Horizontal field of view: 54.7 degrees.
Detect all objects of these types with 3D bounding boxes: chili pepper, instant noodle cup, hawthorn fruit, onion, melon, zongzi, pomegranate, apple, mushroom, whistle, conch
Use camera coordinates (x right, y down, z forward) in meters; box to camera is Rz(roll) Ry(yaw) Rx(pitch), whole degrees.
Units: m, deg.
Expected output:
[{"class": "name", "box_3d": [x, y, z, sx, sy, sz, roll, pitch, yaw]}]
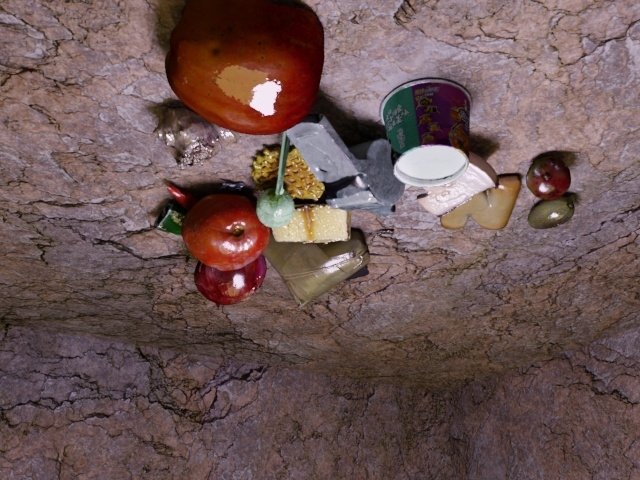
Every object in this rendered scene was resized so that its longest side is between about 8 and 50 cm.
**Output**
[{"class": "chili pepper", "box_3d": [-0.426, -0.047, 2.157, 0.270, 0.099, 0.136, 22, 127, -26]}, {"class": "instant noodle cup", "box_3d": [0.280, -0.266, 1.615, 0.251, 0.190, 0.251, 1, 153, 0]}, {"class": "hawthorn fruit", "box_3d": [-0.301, -0.035, 2.010, 0.284, 0.284, 0.284, 1, 152, 0]}, {"class": "onion", "box_3d": [-0.330, 0.111, 2.287, 0.276, 0.276, 0.276, 1, 152, 0]}, {"class": "melon", "box_3d": [0.756, -0.089, 2.038, 0.099, 0.099, 0.162, 19, 151, -31]}, {"class": "zongzi", "box_3d": [0.000, 0.000, 2.218, 0.447, 0.181, 0.418, -33, 110, 19]}, {"class": "pomegranate", "box_3d": [0.685, -0.177, 1.842, 0.129, 0.130, 0.159, -21, 146, 35]}, {"class": "apple", "box_3d": [-0.173, -0.406, 1.446, 0.364, 0.295, 0.329, 11, 113, -20]}, {"class": "chili pepper", "box_3d": [-0.442, -0.138, 2.027, 0.050, 0.059, 0.191, -43, 146, 2]}, {"class": "mushroom", "box_3d": [0.381, -0.205, 1.814, 0.173, 0.162, 0.236, 45, 131, -17]}, {"class": "whistle", "box_3d": [0.072, -0.195, 1.698, 0.168, 0.188, 0.404, -5, 165, 44]}, {"class": "conch", "box_3d": [-0.340, -0.280, 1.705, 0.245, 0.163, 0.178, -5, -170, -26]}]

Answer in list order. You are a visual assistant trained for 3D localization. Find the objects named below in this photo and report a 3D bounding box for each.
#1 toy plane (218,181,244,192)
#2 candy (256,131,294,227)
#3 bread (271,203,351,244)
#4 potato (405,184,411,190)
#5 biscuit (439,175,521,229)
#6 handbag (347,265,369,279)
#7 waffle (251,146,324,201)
[{"class": "toy plane", "box_3d": [-0.284, -0.171, 1.984, 0.083, 0.031, 0.078, -3, 167, 12]}, {"class": "candy", "box_3d": [-0.109, -0.201, 1.788, 0.119, 0.119, 0.440, 6, 138, -9]}, {"class": "bread", "box_3d": [-0.030, -0.073, 2.055, 0.265, 0.142, 0.178, 1, 122, 9]}, {"class": "potato", "box_3d": [0.251, -0.191, 1.881, 0.061, 0.086, 0.122, 32, 143, -23]}, {"class": "biscuit", "box_3d": [0.520, -0.116, 2.032, 0.236, 0.062, 0.291, 0, 151, 3]}, {"class": "handbag", "box_3d": [0.018, 0.103, 2.444, 0.332, 0.075, 0.192, -7, 150, 16]}, {"class": "waffle", "box_3d": [-0.088, -0.203, 1.896, 0.245, 0.052, 0.254, 6, 151, -6]}]
